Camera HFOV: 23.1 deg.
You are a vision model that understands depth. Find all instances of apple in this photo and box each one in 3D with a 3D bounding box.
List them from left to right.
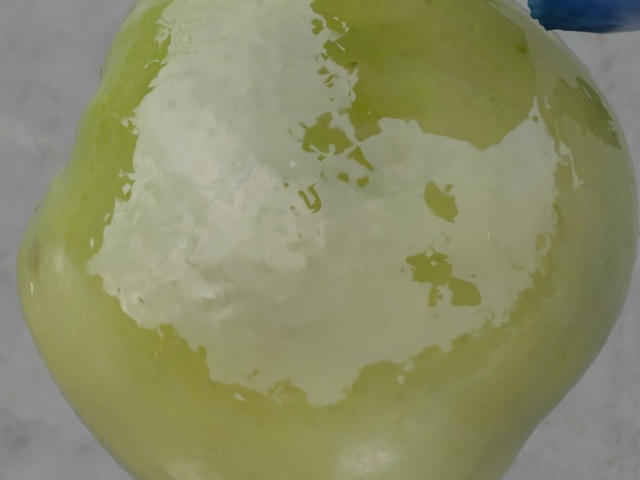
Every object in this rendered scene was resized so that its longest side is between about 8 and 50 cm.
[{"bbox_3d":[0.000,0.000,0.733,0.254,0.292,0.292,25,62,-6],"label":"apple"}]

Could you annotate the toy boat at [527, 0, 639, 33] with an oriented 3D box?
[{"bbox_3d":[0.093,-0.238,0.617,0.123,0.215,0.330,-20,65,12],"label":"toy boat"}]
